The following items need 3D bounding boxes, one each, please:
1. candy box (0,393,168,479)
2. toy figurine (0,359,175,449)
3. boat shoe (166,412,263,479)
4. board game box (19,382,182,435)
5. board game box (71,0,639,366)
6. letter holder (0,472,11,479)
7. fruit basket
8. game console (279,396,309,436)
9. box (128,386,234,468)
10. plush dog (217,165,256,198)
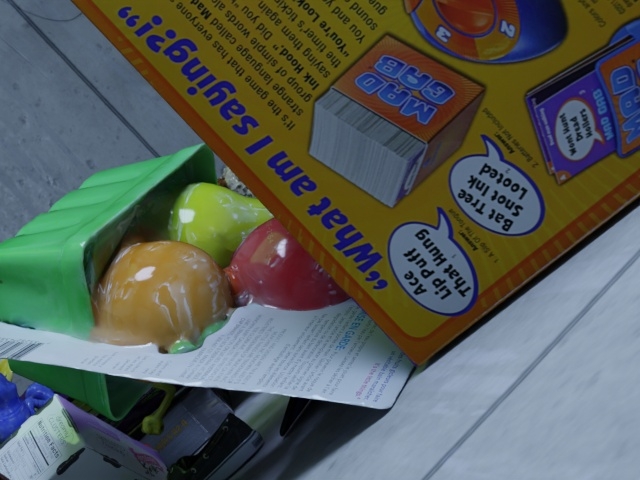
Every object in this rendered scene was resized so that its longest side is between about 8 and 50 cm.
[{"bbox_3d":[-0.244,0.249,1.183,0.196,0.070,0.165,-43,-39,2],"label":"candy box"},{"bbox_3d":[-0.286,0.200,1.226,0.363,0.191,0.217,-58,-11,31],"label":"toy figurine"},{"bbox_3d":[-0.111,0.205,1.167,0.142,0.040,0.049,-42,4,15],"label":"boat shoe"},{"bbox_3d":[-0.285,0.210,1.498,0.208,0.056,0.347,-5,-29,-47],"label":"board game box"},{"bbox_3d":[0.114,-0.208,0.937,0.356,0.356,0.356,-41,4,29],"label":"board game box"},{"bbox_3d":[-0.311,0.351,1.052,0.302,0.214,0.152,-43,35,3],"label":"letter holder"},{"bbox_3d":[-0.065,0.044,1.060,0.327,0.352,0.166,-51,-34,-59],"label":"fruit basket"},{"bbox_3d":[0.024,0.102,1.110,0.107,0.071,0.122,-8,21,25],"label":"game console"},{"bbox_3d":[-0.188,0.235,1.578,0.183,0.056,0.231,-44,4,-4],"label":"box"},{"bbox_3d":[-0.037,-0.083,1.700,0.262,0.211,0.225,-21,12,-35],"label":"plush dog"}]
